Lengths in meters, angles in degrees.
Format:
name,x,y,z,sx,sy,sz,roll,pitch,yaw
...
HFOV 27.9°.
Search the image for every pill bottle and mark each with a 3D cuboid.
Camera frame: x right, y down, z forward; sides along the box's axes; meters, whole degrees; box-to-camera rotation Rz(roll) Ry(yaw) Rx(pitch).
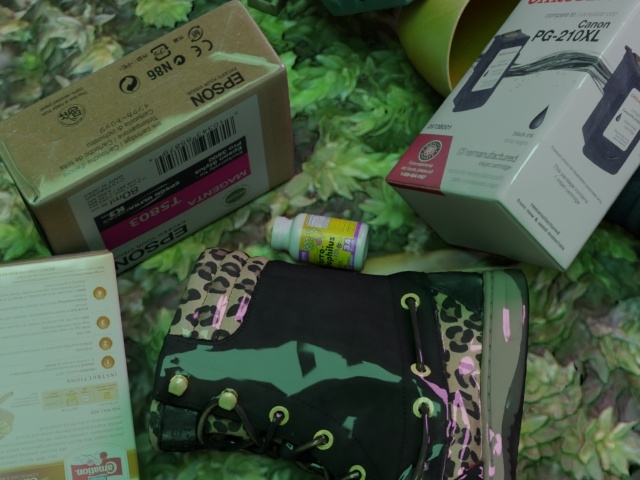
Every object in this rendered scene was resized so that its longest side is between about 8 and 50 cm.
name,x,y,z,sx,sy,sz,roll,pitch,yaw
pill bottle,0.000,0.000,1.139,0.083,0.043,0.043,9,65,8

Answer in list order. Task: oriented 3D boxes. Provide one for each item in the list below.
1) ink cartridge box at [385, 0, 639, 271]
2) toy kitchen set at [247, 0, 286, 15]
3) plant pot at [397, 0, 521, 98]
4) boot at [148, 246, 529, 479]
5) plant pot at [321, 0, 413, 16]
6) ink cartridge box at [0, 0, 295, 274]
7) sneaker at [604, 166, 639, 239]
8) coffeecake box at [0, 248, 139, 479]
name,x,y,z,sx,sy,sz,roll,pitch,yaw
ink cartridge box,0.193,-0.105,1.088,0.100,0.172,0.237,43,77,-27
toy kitchen set,-0.028,-0.269,1.248,0.068,0.083,0.075,23,67,14
plant pot,0.128,-0.194,1.191,0.095,0.134,0.134,28,67,40
boot,0.007,0.169,1.003,0.284,0.138,0.377,10,61,6
plant pot,0.074,-0.328,1.187,0.165,0.165,0.234,1,51,49
ink cartridge box,-0.142,-0.074,1.098,0.234,0.193,0.088,-31,68,-11
sneaker,0.340,0.020,1.083,0.282,0.099,0.153,15,64,7
coffeecake box,-0.227,0.108,1.027,0.142,0.068,0.186,-7,94,-12
